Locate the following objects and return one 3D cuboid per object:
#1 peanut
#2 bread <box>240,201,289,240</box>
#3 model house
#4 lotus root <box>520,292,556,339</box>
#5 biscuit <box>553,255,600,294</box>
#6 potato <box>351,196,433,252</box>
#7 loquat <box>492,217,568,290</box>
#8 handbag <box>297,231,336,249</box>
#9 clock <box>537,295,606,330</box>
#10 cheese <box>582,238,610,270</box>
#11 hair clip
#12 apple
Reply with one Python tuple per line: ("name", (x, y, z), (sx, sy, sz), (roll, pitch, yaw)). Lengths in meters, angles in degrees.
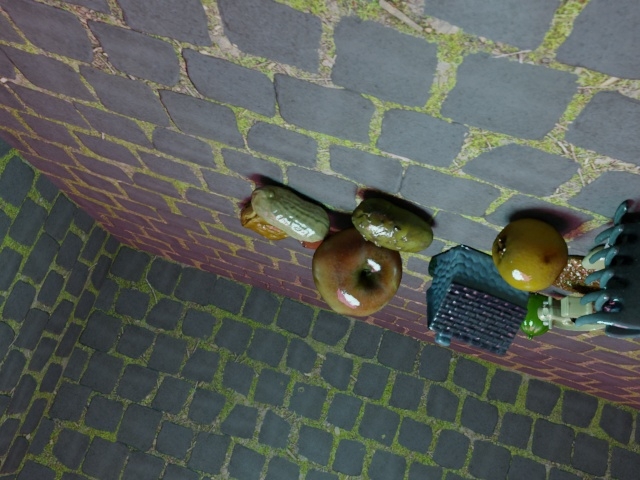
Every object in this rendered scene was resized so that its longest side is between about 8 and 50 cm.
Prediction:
("peanut", (-0.108, -0.096, 1.956), (0.313, 0.152, 0.152), (26, 162, -24))
("bread", (-0.209, -0.076, 2.202), (0.210, 0.099, 0.235), (26, 161, -25))
("model house", (0.563, 0.252, 2.010), (0.360, 0.339, 0.297), (22, 161, -11))
("lotus root", (0.847, 0.314, 2.186), (0.186, 0.186, 0.186), (17, 163, 5))
("biscuit", (0.859, 0.123, 1.797), (0.305, 0.038, 0.305), (17, 163, 5))
("potato", (0.235, -0.039, 1.775), (0.298, 0.141, 0.176), (25, 171, -19))
("loquat", (0.586, 0.040, 1.546), (0.208, 0.208, 0.208), (17, 163, 5))
("handbag", (0.000, 0.000, 2.294), (0.190, 0.063, 0.127), (7, 160, 23))
("clock", (0.939, 0.256, 1.952), (0.276, 0.120, 0.379), (4, 166, 8))
("cheese", (0.822, 0.039, 1.552), (0.127, 0.049, 0.235), (11, 154, 19))
("hair clip", (0.788, 0.097, 1.325), (0.238, 0.318, 0.392), (19, 163, 12))
("apple", (0.134, 0.107, 2.039), (0.338, 0.338, 0.305), (23, -178, -14))
